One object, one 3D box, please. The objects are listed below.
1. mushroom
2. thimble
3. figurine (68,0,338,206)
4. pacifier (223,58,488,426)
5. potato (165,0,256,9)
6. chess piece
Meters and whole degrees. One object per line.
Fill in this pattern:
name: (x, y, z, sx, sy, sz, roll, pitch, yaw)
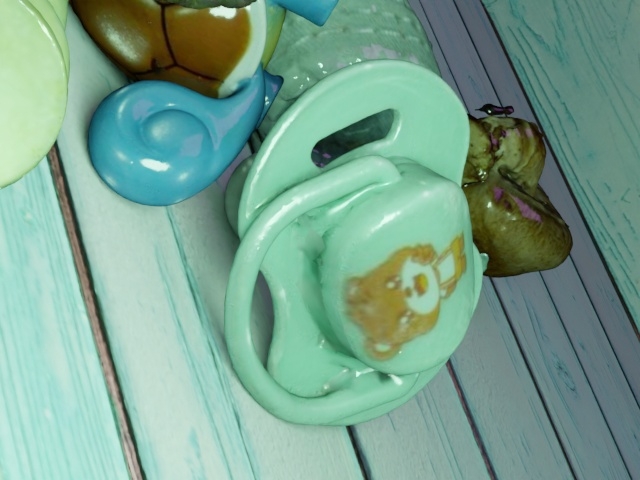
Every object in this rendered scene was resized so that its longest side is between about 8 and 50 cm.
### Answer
mushroom: (0.233, -0.072, 1.934, 0.283, 0.195, 0.263, 67, 0, -46)
thimble: (0.025, -0.179, 1.498, 0.250, 0.205, 0.172, 29, 35, -49)
figurine: (-0.122, -0.219, 1.187, 0.298, 0.243, 0.416, 122, -46, -59)
pacifier: (0.000, 0.000, 1.203, 0.269, 0.288, 0.343, 26, -47, 48)
potato: (-0.157, -0.335, 0.853, 0.397, 0.296, 0.290, 16, 18, -21)
chess piece: (-0.226, -0.143, 0.886, 0.144, 0.144, 0.251, 52, 13, -25)
